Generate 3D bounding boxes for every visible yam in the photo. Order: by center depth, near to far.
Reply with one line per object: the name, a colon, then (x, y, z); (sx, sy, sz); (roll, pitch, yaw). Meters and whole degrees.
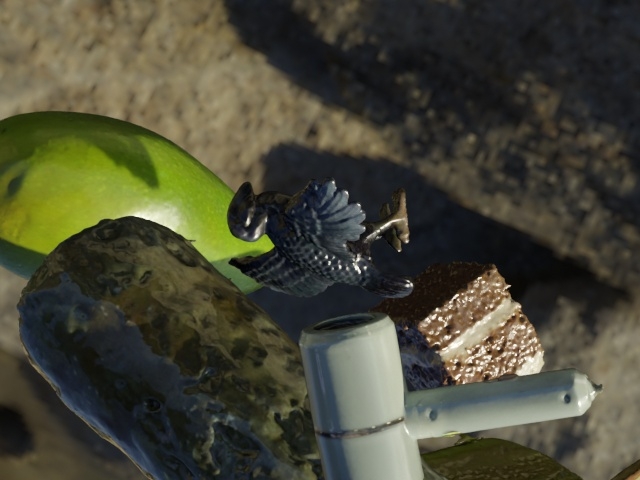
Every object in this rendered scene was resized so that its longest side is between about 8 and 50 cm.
yam: (-0.031, 0.120, 1.201); (0.330, 0.133, 0.133); (37, 159, 18)

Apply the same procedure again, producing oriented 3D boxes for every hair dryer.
hair dryer: (0.062, 0.071, 0.918); (0.137, 0.082, 0.047); (-8, -172, 12)

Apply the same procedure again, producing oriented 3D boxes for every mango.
mango: (-0.179, -0.021, 1.867); (0.343, 0.156, 0.192); (17, 151, -35)

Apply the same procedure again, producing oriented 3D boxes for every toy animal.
toy animal: (0.000, 0.000, 1.119); (0.108, 0.062, 0.220); (4, 166, -18)

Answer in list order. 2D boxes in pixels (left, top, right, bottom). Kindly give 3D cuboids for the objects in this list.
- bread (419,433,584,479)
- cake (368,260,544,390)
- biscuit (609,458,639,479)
bread: (0.075, 0.268, 1.727); (0.166, 0.384, 0.112); (30, 119, 43)
cake: (0.151, 0.111, 2.177); (0.147, 0.134, 0.135); (62, 160, -15)
biscuit: (0.303, 0.199, 1.494); (0.139, 0.016, 0.231); (-37, 138, 16)
